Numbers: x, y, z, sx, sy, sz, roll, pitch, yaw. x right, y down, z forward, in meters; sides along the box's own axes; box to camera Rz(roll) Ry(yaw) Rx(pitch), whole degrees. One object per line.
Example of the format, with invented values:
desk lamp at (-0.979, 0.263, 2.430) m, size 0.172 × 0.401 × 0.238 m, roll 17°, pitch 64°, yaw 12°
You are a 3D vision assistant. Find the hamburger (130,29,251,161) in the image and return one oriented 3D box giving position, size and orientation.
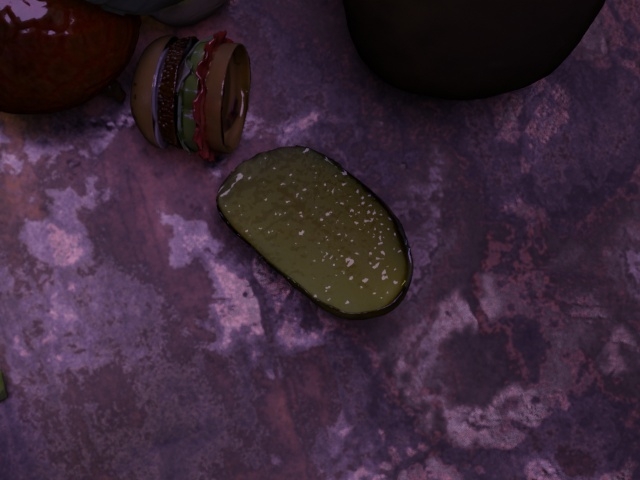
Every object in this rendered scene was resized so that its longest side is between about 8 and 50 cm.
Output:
hamburger at (-0.170, -0.189, 1.642) m, size 0.136 × 0.175 × 0.175 m, roll 9°, pitch 82°, yaw 7°

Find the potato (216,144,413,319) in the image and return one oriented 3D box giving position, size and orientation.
potato at (0.000, 0.000, 1.661) m, size 0.271 × 0.111 × 0.160 m, roll 38°, pitch 73°, yaw 13°

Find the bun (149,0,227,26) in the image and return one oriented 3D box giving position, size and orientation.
bun at (-0.180, -0.368, 1.682) m, size 0.166 × 0.113 × 0.173 m, roll 42°, pitch 99°, yaw 5°

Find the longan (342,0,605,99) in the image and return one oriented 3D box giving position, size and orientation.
longan at (0.177, -0.372, 1.619) m, size 0.404 × 0.336 × 0.405 m, roll 0°, pitch 91°, yaw 30°

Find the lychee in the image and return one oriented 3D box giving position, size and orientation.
lychee at (-0.347, -0.268, 1.597) m, size 0.255 × 0.300 × 0.255 m, roll -8°, pitch 66°, yaw 19°

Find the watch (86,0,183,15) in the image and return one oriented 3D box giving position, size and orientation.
watch at (-0.228, -0.368, 1.500) m, size 0.241 × 0.161 × 0.253 m, roll 40°, pitch 43°, yaw -34°

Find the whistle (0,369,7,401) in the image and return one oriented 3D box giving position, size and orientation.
whistle at (-0.536, 0.202, 1.565) m, size 0.294 × 0.141 × 0.141 m, roll -16°, pitch 85°, yaw -9°
